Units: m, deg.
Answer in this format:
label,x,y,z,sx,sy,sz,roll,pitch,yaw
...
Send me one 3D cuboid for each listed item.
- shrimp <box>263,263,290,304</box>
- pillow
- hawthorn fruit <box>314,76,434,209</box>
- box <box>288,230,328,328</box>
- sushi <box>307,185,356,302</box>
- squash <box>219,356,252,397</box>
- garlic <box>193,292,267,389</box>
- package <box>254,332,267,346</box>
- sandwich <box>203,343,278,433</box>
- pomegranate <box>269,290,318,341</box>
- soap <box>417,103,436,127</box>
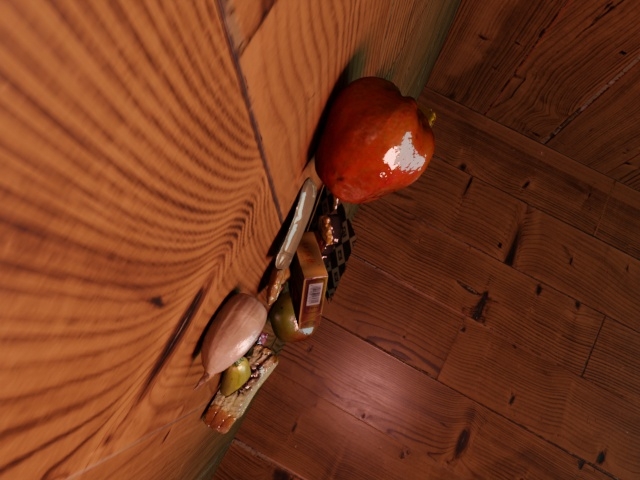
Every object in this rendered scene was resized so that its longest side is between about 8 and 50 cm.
label,x,y,z,sx,sy,sz,roll,pitch,yaw
shrimp,-0.112,0.107,1.205,0.115,0.051,0.217,-64,180,-1
pillow,-0.054,-0.035,1.083,0.130,0.033,0.218,22,89,-78
hawthorn fruit,0.089,-0.173,0.919,0.261,0.224,0.224,-50,177,12
box,-0.040,0.110,1.268,0.240,0.071,0.160,99,-23,-49
sushi,0.000,0.000,1.305,0.290,0.050,0.264,110,-31,-46
squash,-0.227,0.362,1.276,0.090,0.075,0.200,-27,153,-32
garlic,-0.175,0.189,0.888,0.198,0.090,0.128,-64,-171,-30
package,-0.209,0.350,1.639,0.059,0.029,0.083,-64,167,-14
sandwich,-0.240,0.447,1.449,0.254,0.099,0.288,-55,174,-7
pomegranate,-0.102,0.260,1.604,0.209,0.180,0.180,-5,-133,52
soap,0.204,-0.321,1.275,0.324,0.204,0.096,-54,167,-60
